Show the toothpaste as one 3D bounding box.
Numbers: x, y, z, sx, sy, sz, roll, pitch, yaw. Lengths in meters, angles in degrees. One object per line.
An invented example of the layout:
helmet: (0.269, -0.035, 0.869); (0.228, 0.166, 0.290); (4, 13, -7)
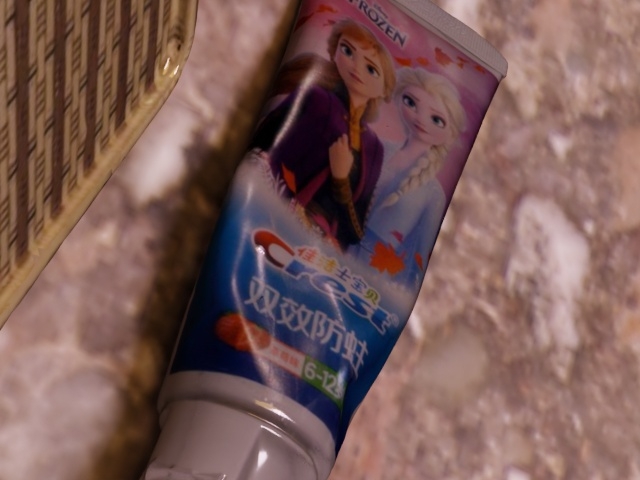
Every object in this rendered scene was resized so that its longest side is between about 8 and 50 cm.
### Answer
toothpaste: (0.000, 0.000, 0.579); (0.096, 0.061, 0.266); (34, 55, -17)

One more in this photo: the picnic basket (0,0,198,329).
picnic basket: (-0.147, -0.047, 0.338); (0.175, 0.228, 0.313); (21, 48, 9)
